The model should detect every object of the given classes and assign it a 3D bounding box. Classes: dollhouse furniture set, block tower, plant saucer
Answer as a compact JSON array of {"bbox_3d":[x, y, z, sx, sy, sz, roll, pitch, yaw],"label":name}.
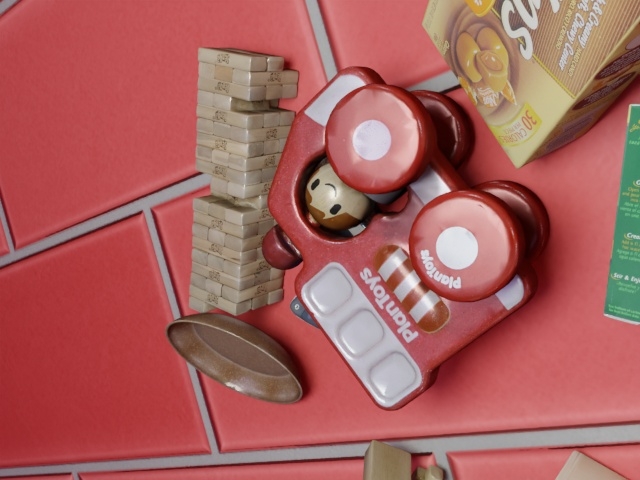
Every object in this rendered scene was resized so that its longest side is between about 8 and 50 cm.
[{"bbox_3d":[0.101,0.342,0.932,0.151,0.144,0.123,22,119,-6],"label":"dollhouse furniture set"},{"bbox_3d":[-0.099,-0.068,1.036,0.097,0.091,0.335,19,112,36],"label":"block tower"},{"bbox_3d":[-0.108,0.149,1.072,0.199,0.036,0.198,21,151,12],"label":"plant saucer"}]

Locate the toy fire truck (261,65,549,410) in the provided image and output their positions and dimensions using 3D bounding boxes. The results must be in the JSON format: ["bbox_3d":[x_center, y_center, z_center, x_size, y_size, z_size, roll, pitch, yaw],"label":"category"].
[{"bbox_3d":[0.063,-0.008,0.824,0.254,0.169,0.302,-42,80,23],"label":"toy fire truck"}]

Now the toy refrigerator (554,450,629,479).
[{"bbox_3d":[0.249,0.362,0.852,0.102,0.094,0.269,27,117,24],"label":"toy refrigerator"}]

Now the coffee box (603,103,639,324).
[{"bbox_3d":[0.296,-0.029,0.713,0.040,0.113,0.184,14,110,39],"label":"coffee box"}]

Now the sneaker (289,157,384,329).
[{"bbox_3d":[-0.001,0.001,0.975,0.226,0.086,0.163,53,124,16],"label":"sneaker"}]

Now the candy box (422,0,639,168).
[{"bbox_3d":[0.185,-0.201,0.660,0.183,0.088,0.316,59,169,12],"label":"candy box"}]
